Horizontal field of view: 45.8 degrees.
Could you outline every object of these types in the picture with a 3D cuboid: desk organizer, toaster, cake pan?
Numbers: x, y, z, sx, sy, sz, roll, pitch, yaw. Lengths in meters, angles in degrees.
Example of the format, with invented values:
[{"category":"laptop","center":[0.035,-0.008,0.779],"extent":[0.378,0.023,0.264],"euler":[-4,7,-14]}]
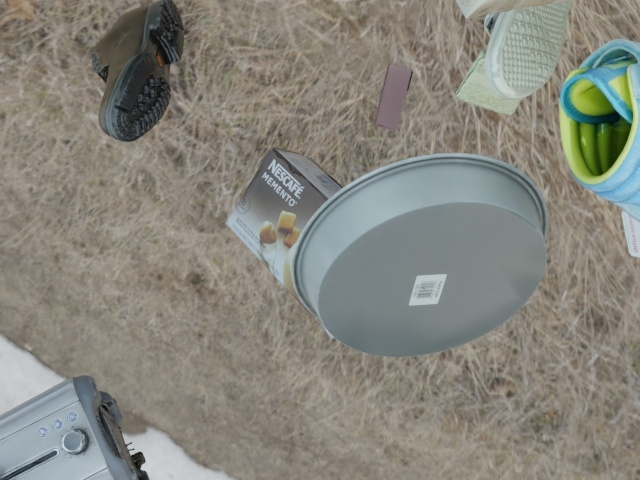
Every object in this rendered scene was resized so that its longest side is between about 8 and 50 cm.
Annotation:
[{"category":"desk organizer","center":[0.149,-0.291,1.554],"extent":[0.050,0.047,0.130],"euler":[15,99,8]},{"category":"toaster","center":[-0.252,0.219,0.720],"extent":[0.146,0.227,0.129],"euler":[-24,76,-14]},{"category":"cake pan","center":[0.116,0.033,0.832],"extent":[0.293,0.054,0.293],"euler":[-7,137,-6]}]

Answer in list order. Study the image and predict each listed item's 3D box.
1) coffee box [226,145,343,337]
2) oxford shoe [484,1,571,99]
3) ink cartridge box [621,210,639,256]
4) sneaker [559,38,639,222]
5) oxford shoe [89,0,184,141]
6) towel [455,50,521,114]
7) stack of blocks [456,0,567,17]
[{"category":"coffee box","center":[0.000,0.000,1.044],"extent":[0.246,0.098,0.141],"euler":[46,111,29]},{"category":"oxford shoe","center":[0.376,-0.413,1.438],"extent":[0.130,0.449,0.169],"euler":[-7,132,37]},{"category":"ink cartridge box","center":[0.662,-0.020,1.437],"extent":[0.150,0.063,0.109],"euler":[13,128,53]},{"category":"sneaker","center":[0.329,-0.161,0.664],"extent":[0.208,0.127,0.319],"euler":[21,88,-21]},{"category":"oxford shoe","center":[-0.231,-0.197,0.907],"extent":[0.096,0.227,0.083],"euler":[-6,137,13]},{"category":"towel","center":[0.343,-0.303,1.477],"extent":[0.148,0.027,0.110],"euler":[11,125,-27]},{"category":"stack of blocks","center":[0.247,-0.369,0.878],"extent":[0.087,0.297,0.171],"euler":[-36,79,51]}]
